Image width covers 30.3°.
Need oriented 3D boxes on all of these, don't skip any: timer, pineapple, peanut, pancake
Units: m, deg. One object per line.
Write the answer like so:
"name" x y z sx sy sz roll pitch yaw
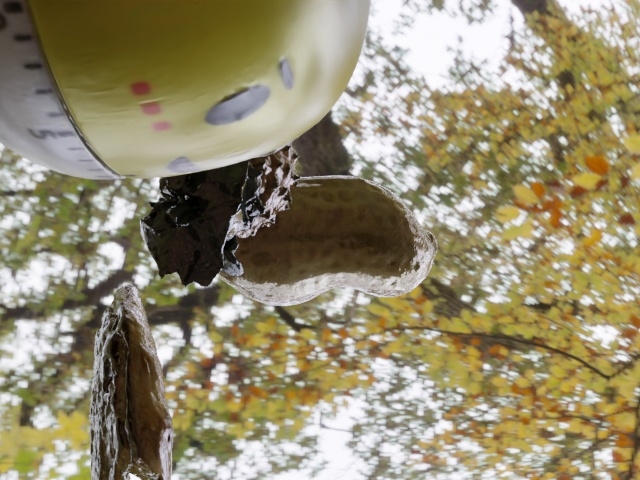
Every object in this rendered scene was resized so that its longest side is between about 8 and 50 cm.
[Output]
"timer" -0.038 -0.165 0.568 0.285 0.285 0.285 -4 -101 23
"pineapple" -0.083 -0.037 0.933 0.111 0.237 0.119 -13 -74 11
"peanut" 0.000 0.000 1.167 0.253 0.137 0.122 -1 -133 -14
"pancake" -0.193 0.171 1.200 0.212 0.056 0.257 172 -80 -68
